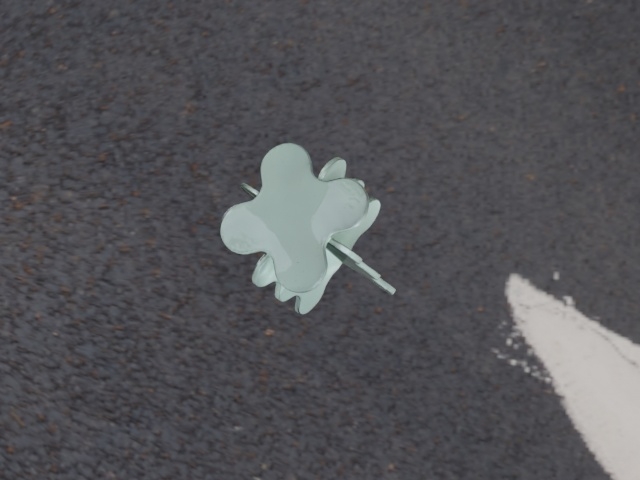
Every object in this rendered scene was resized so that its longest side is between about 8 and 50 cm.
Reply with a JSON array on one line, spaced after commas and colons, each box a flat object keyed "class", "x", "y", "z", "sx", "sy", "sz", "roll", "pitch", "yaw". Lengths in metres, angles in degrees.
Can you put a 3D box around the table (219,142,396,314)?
[{"class": "table", "x": 0.000, "y": 0.000, "z": 1.299, "sx": 0.166, "sy": 0.166, "sz": 0.198, "roll": -71, "pitch": 158, "yaw": -9}]
